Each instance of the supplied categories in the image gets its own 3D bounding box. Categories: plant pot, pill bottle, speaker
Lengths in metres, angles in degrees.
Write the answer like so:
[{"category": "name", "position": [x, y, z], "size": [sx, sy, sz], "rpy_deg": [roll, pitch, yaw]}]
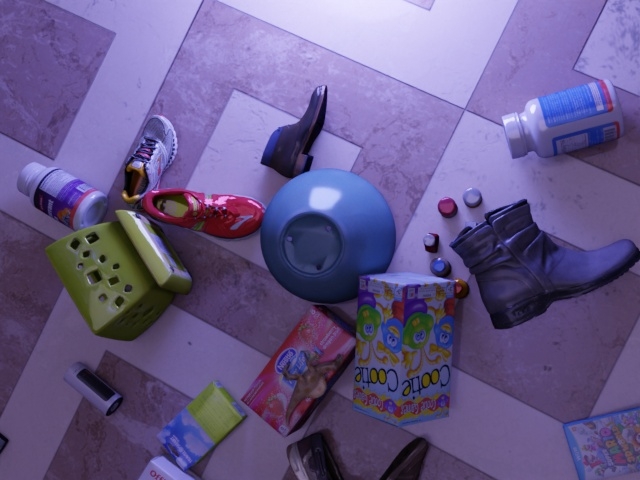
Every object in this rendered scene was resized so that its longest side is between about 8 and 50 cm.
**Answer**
[{"category": "plant pot", "position": [-0.421, 0.067, 1.890], "size": [0.207, 0.228, 0.227], "rpy_deg": [-34, 78, 2]}, {"category": "pill bottle", "position": [0.484, -0.238, 1.753], "size": [0.221, 0.124, 0.124], "rpy_deg": [-14, 82, 11]}, {"category": "pill bottle", "position": [-0.596, -0.103, 2.000], "size": [0.193, 0.108, 0.108], "rpy_deg": [28, 92, 14]}, {"category": "speaker", "position": [-0.515, 0.335, 1.969], "size": [0.136, 0.055, 0.055], "rpy_deg": [36, 94, 14]}, {"category": "plant pot", "position": [0.000, 0.000, 1.782], "size": [0.290, 0.195, 0.290], "rpy_deg": [1, 96, 11]}]

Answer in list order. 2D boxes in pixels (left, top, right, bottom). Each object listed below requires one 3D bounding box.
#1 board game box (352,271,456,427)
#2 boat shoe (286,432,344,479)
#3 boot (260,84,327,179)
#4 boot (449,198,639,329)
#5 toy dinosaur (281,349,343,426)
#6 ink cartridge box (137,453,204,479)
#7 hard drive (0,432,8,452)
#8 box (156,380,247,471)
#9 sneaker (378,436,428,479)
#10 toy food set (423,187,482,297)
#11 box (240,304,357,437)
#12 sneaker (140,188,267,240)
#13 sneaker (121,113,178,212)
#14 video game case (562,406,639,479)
[{"category": "board game box", "position": [0.166, 0.210, 1.727], "size": [0.142, 0.144, 0.275], "rpy_deg": [10, 100, 52]}, {"category": "boat shoe", "position": [0.032, 0.532, 1.801], "size": [0.092, 0.103, 0.285], "rpy_deg": [-35, 72, 13]}, {"category": "boot", "position": [-0.056, -0.245, 1.902], "size": [0.106, 0.082, 0.219], "rpy_deg": [17, 91, 11]}, {"category": "boot", "position": [0.442, 0.012, 1.705], "size": [0.338, 0.118, 0.222], "rpy_deg": [-24, 87, -8]}, {"category": "toy dinosaur", "position": [-0.036, 0.283, 1.736], "size": [0.092, 0.053, 0.183], "rpy_deg": [43, 95, 10]}, {"category": "ink cartridge box", "position": [-0.348, 0.599, 1.886], "size": [0.160, 0.092, 0.219], "rpy_deg": [32, 93, 13]}, {"category": "hard drive", "position": [-0.803, 0.496, 2.038], "size": [0.094, 0.022, 0.135], "rpy_deg": [35, 93, 14]}, {"category": "box", "position": [-0.260, 0.407, 1.909], "size": [0.178, 0.042, 0.109], "rpy_deg": [-44, 77, 6]}, {"category": "sneaker", "position": [0.173, 0.492, 1.799], "size": [0.071, 0.066, 0.188], "rpy_deg": [38, 99, -3]}, {"category": "toy food set", "position": [0.273, -0.002, 1.790], "size": [0.111, 0.104, 0.232], "rpy_deg": [12, 88, 14]}, {"category": "box", "position": [-0.033, 0.270, 1.827], "size": [0.128, 0.122, 0.257], "rpy_deg": [38, 94, 13]}, {"category": "sneaker", "position": [-0.258, -0.060, 1.906], "size": [0.279, 0.118, 0.107], "rpy_deg": [5, 86, 4]}, {"category": "sneaker", "position": [-0.388, -0.176, 1.967], "size": [0.088, 0.093, 0.225], "rpy_deg": [13, 87, 14]}, {"category": "video game case", "position": [0.576, 0.402, 1.714], "size": [0.166, 0.015, 0.119], "rpy_deg": [-19, 81, 21]}]
